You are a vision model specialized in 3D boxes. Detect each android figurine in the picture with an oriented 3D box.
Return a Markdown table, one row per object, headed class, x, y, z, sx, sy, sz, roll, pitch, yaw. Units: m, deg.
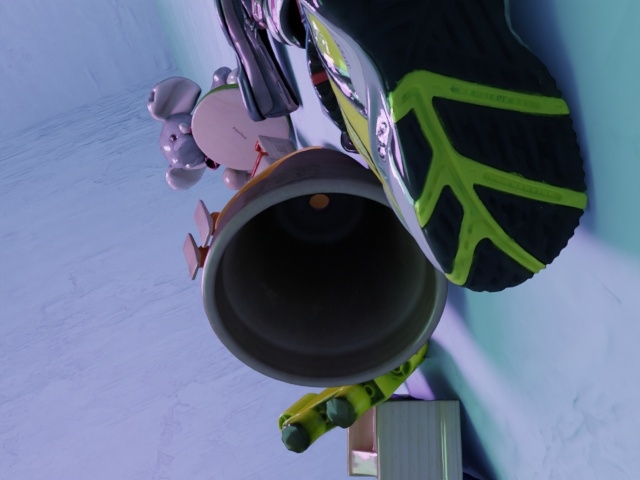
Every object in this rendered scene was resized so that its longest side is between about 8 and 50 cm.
| class | x | y | z | sx | sy | sz | roll | pitch | yaw |
| --- | --- | --- | --- | --- | --- | --- | --- | --- | --- |
| android figurine | 0.054 | 0.211 | 0.976 | 0.056 | 0.248 | 0.273 | 56 | -150 | 5 |

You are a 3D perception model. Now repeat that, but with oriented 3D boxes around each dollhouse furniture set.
| class | x | y | z | sx | sy | sz | roll | pitch | yaw |
| --- | --- | --- | --- | --- | --- | --- | --- | --- | --- |
| dollhouse furniture set | -0.102 | -0.046 | 1.245 | 0.135 | 0.262 | 0.259 | 60 | 136 | 44 |

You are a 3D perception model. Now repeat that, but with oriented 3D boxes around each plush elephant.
| class | x | y | z | sx | sy | sz | roll | pitch | yaw |
| --- | --- | --- | --- | --- | --- | --- | --- | --- | --- |
| plush elephant | -0.241 | -0.229 | 1.471 | 0.330 | 0.255 | 0.272 | -131 | 19 | -63 |

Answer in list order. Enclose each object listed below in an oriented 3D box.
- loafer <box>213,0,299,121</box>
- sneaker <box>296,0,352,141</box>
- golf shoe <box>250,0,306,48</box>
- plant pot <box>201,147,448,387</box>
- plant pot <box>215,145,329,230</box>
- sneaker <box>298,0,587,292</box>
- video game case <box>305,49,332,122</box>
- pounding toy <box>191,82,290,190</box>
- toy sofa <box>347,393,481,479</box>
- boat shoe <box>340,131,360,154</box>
| class | x | y | z | sx | sy | sz | roll | pitch | yaw |
| --- | --- | --- | --- | --- | --- | --- | --- | --- | --- |
| loafer | -0.097 | -0.317 | 1.045 | 0.096 | 0.084 | 0.267 | -71 | -28 | -54 |
| sneaker | 0.026 | -0.207 | 0.555 | 0.125 | 0.104 | 0.262 | -90 | -15 | -76 |
| golf shoe | -0.024 | -0.280 | 0.660 | 0.086 | 0.067 | 0.186 | 47 | 152 | 32 |
| plant pot | 0.000 | 0.000 | 0.793 | 0.229 | 0.263 | 0.263 | -96 | -11 | -59 |
| plant pot | -0.024 | -0.009 | 1.035 | 0.188 | 0.205 | 0.205 | 53 | 177 | -24 |
| sneaker | 0.038 | -0.150 | 0.405 | 0.147 | 0.145 | 0.385 | -134 | 23 | -65 |
| video game case | 0.023 | -0.195 | 0.765 | 0.201 | 0.023 | 0.183 | -124 | 13 | -53 |
| pounding toy | -0.137 | -0.219 | 1.294 | 0.110 | 0.183 | 0.237 | -87 | -17 | -45 |
| toy sofa | 0.148 | 0.322 | 1.071 | 0.362 | 0.177 | 0.150 | 110 | 160 | -78 |
| boat shoe | 0.047 | -0.114 | 0.668 | 0.049 | 0.040 | 0.142 | 57 | 158 | -3 |
